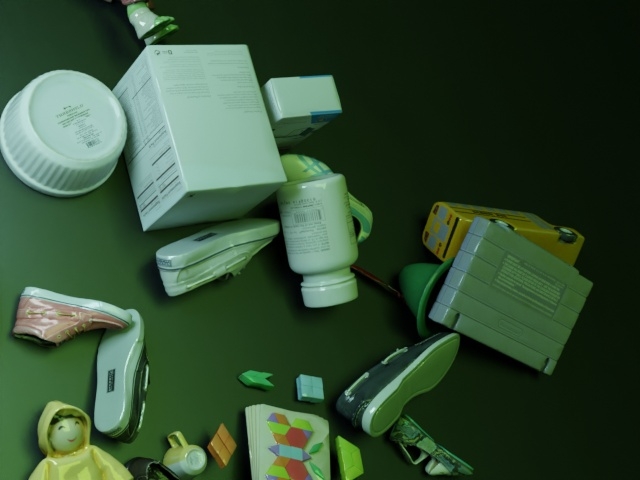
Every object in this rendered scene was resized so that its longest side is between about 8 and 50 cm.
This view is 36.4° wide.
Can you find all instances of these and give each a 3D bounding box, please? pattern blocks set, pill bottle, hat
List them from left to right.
[{"bbox_3d":[-0.052,0.364,1.641,0.285,0.026,0.325,5,52,-32],"label":"pattern blocks set"},{"bbox_3d":[0.000,0.000,1.784,0.131,0.131,0.229,-16,100,-36],"label":"pill bottle"},{"bbox_3d":[0.169,0.081,1.948,0.173,0.183,0.208,-51,145,-24],"label":"hat"}]

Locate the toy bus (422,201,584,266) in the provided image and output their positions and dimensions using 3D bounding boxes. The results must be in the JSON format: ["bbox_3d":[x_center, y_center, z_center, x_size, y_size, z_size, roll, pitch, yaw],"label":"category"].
[{"bbox_3d":[0.389,0.001,2.043,0.333,0.130,0.108,6,112,-30],"label":"toy bus"}]

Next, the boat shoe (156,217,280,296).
[{"bbox_3d":[-0.172,0.028,1.718,0.267,0.096,0.088,-25,116,-48],"label":"boat shoe"}]

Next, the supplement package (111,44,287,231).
[{"bbox_3d":[-0.219,-0.179,1.699,0.199,0.198,0.262,-8,76,-35],"label":"supplement package"}]

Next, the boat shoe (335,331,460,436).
[{"bbox_3d":[0.151,0.248,1.823,0.302,0.091,0.114,-29,133,-42],"label":"boat shoe"}]

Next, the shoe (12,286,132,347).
[{"bbox_3d":[-0.393,0.134,1.541,0.178,0.063,0.081,14,67,-11],"label":"shoe"}]

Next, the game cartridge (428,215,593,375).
[{"bbox_3d":[0.390,0.114,1.958,0.355,0.068,0.230,27,83,-35],"label":"game cartridge"}]

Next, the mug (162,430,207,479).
[{"bbox_3d":[-0.220,0.353,1.571,0.078,0.064,0.062,37,57,-14],"label":"mug"}]

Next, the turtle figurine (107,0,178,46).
[{"bbox_3d":[-0.327,-0.508,1.765,0.275,0.198,0.266,-33,94,-33],"label":"turtle figurine"}]

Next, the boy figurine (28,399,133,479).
[{"bbox_3d":[-0.357,0.377,1.459,0.177,0.092,0.285,-6,77,-26],"label":"boy figurine"}]

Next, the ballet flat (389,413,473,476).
[{"bbox_3d":[0.203,0.402,1.828,0.188,0.070,0.070,39,56,-11],"label":"ballet flat"}]

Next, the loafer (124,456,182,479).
[{"bbox_3d":[-0.221,0.427,1.532,0.220,0.078,0.080,44,55,-10],"label":"loafer"}]

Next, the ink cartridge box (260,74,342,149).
[{"bbox_3d":[-0.072,-0.234,1.818,0.139,0.191,0.082,-10,78,-34],"label":"ink cartridge box"}]

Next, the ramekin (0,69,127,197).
[{"bbox_3d":[-0.423,-0.187,1.630,0.207,0.109,0.207,13,65,-28],"label":"ramekin"}]

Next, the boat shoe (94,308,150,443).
[{"bbox_3d":[-0.314,0.218,1.568,0.070,0.078,0.219,48,37,-48],"label":"boat shoe"}]

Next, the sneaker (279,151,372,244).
[{"bbox_3d":[0.005,-0.081,1.868,0.237,0.085,0.086,39,38,-15],"label":"sneaker"}]
